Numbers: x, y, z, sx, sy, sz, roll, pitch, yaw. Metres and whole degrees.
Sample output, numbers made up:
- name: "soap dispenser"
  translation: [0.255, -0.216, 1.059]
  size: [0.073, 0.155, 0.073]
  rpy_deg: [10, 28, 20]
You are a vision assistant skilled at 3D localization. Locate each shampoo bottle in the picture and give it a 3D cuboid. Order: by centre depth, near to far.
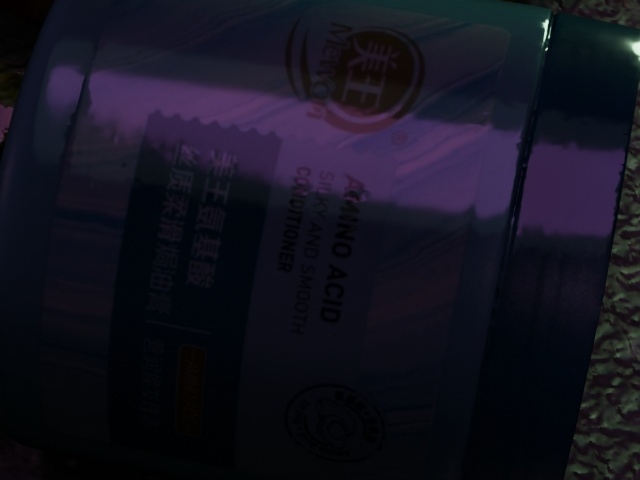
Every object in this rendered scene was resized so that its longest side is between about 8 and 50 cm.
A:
- name: "shampoo bottle"
  translation: [0.000, 0.000, 1.231]
  size: [0.343, 0.331, 0.331]
  rpy_deg: [11, 51, 6]

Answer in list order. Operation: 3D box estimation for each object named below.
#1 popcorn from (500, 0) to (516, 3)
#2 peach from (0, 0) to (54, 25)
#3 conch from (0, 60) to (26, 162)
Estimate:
- name: "popcorn"
  translation: [0.145, -0.270, 1.570]
  size: [0.194, 0.163, 0.140]
  rpy_deg: [-39, 47, -17]
- name: "peach"
  translation: [-0.158, -0.288, 1.492]
  size: [0.281, 0.238, 0.281]
  rpy_deg: [-28, 22, 12]
- name: "conch"
  translation: [-0.266, -0.063, 1.370]
  size: [0.187, 0.181, 0.124]
  rpy_deg: [-40, 92, 13]
